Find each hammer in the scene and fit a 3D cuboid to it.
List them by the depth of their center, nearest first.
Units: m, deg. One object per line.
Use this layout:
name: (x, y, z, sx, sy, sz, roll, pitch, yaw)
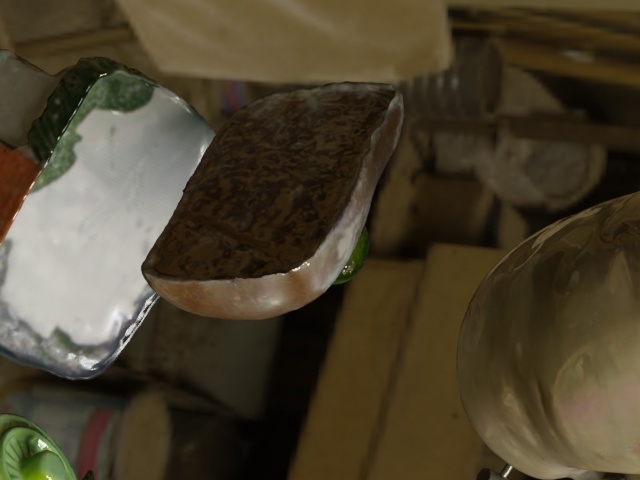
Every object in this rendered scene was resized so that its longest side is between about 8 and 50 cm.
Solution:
hammer: (0.181, 0.177, 1.397, 0.035, 0.019, 0.110, 30, 96, -27)

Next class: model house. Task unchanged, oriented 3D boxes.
model house: (-0.277, -0.059, 1.457, 0.190, 0.300, 0.271, 28, 91, -51)

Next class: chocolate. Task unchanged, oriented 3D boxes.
chocolate: (-0.024, -0.023, 1.256, 0.254, 0.156, 0.080, -66, 143, -46)

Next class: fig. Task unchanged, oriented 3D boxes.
fig: (0.000, 0.000, 2.177, 0.177, 0.117, 0.117, 178, -79, -71)

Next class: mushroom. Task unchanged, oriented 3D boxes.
mushroom: (0.261, 0.099, 1.201, 0.325, 0.353, 0.353, 41, 56, -40)

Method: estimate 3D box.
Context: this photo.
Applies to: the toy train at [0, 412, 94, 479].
toy train: (-0.214, 0.191, 0.832, 0.188, 0.159, 0.272, 32, 32, -49)
